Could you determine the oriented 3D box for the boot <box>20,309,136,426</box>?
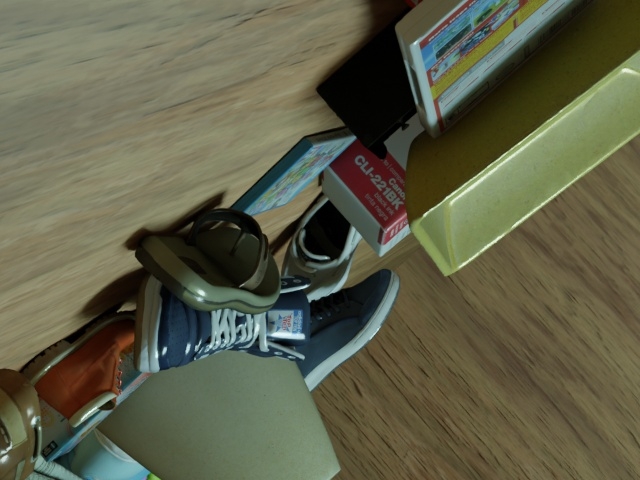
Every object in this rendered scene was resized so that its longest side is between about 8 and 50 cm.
[{"bbox_3d":[-0.222,0.129,1.846,0.158,0.084,0.059,-36,171,-49],"label":"boot"}]

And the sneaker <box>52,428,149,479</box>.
[{"bbox_3d":[-0.247,0.270,2.512,0.208,0.127,0.319,-46,162,27],"label":"sneaker"}]

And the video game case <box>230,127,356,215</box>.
[{"bbox_3d":[-0.027,-0.071,1.937,0.119,0.015,0.166,-43,174,18],"label":"video game case"}]

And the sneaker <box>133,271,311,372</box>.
[{"bbox_3d":[-0.094,0.082,1.877,0.282,0.153,0.099,-32,128,-80],"label":"sneaker"}]

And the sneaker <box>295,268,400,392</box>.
[{"bbox_3d":[-0.024,0.085,2.283,0.226,0.163,0.086,-44,-161,7],"label":"sneaker"}]

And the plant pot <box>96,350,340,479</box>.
[{"bbox_3d":[-0.114,0.202,2.127,0.256,0.274,0.256,-40,174,-5],"label":"plant pot"}]

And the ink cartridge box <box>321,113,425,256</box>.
[{"bbox_3d":[0.138,-0.121,2.118,0.273,0.114,0.197,-41,173,-5],"label":"ink cartridge box"}]

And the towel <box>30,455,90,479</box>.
[{"bbox_3d":[-0.438,0.372,2.230,0.312,0.056,0.324,-38,163,0],"label":"towel"}]

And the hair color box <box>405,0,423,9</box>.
[{"bbox_3d":[0.121,-0.247,1.474,0.141,0.043,0.072,-39,173,-7],"label":"hair color box"}]

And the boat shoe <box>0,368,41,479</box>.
[{"bbox_3d":[-0.310,0.205,1.692,0.120,0.122,0.324,-41,175,-25],"label":"boat shoe"}]

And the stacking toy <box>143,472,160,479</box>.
[{"bbox_3d":[-0.253,0.292,2.639,0.302,0.166,0.175,-20,170,-30],"label":"stacking toy"}]

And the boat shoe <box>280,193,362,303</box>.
[{"bbox_3d":[0.000,0.000,2.316,0.084,0.095,0.258,-29,157,-44],"label":"boat shoe"}]

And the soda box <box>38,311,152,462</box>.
[{"bbox_3d":[-0.243,0.157,1.995,0.183,0.063,0.058,-43,173,17],"label":"soda box"}]

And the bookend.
[{"bbox_3d":[0.085,-0.158,1.743,0.156,0.072,0.157,-41,174,3],"label":"bookend"}]

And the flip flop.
[{"bbox_3d":[-0.095,0.010,1.766,0.080,0.112,0.277,-56,166,8],"label":"flip flop"}]

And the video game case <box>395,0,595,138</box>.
[{"bbox_3d":[0.157,-0.195,1.569,0.204,0.025,0.285,-41,167,-3],"label":"video game case"}]

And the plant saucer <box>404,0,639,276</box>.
[{"bbox_3d":[0.217,-0.115,1.823,0.332,0.081,0.333,-37,166,2],"label":"plant saucer"}]
